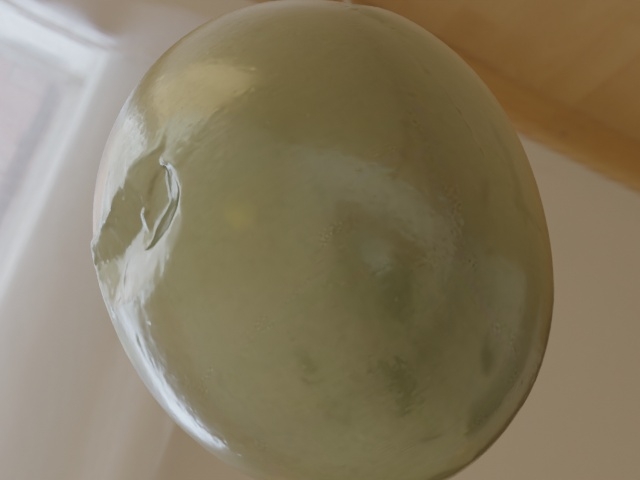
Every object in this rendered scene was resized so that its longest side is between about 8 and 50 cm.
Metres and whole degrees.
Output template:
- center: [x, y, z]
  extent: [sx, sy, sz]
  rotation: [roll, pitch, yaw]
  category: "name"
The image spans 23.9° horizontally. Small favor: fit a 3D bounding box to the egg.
- center: [0.000, 0.000, 0.737]
  extent: [0.269, 0.219, 0.219]
  rotation: [56, 174, 33]
  category: "egg"
